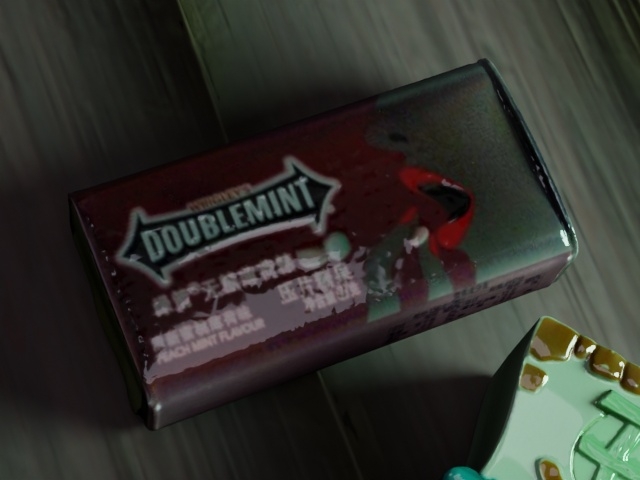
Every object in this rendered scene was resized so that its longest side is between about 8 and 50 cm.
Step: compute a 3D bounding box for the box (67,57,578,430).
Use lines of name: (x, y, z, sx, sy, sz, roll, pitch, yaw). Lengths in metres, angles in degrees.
box: (0.000, 0.000, 0.790, 0.224, 0.069, 0.120, -18, 73, -13)

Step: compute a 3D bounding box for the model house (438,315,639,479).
model house: (0.110, 0.133, 0.738, 0.127, 0.100, 0.149, 29, 70, 4)
